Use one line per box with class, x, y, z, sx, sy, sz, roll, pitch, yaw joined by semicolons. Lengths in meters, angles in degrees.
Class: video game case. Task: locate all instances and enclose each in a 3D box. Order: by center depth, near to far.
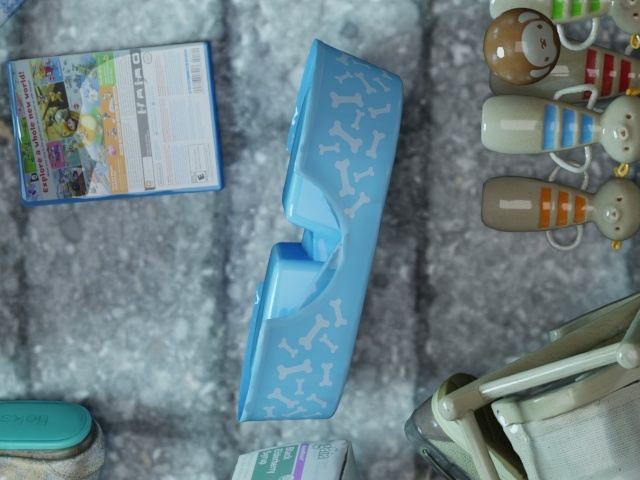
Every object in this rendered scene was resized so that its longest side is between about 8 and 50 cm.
video game case;-0.165;-0.093;1.551;0.166;0.015;0.119;-5;96;9

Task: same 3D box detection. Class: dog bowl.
dog bowl;0.000;0.000;1.468;0.074;0.166;0.297;12;97;-5

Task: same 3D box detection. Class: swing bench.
swing bench;0.251;0.177;1.416;0.165;0.254;0.253;-20;92;35

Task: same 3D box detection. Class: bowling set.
bowling set;0.197;-0.120;1.407;0.154;0.200;0.287;4;100;7

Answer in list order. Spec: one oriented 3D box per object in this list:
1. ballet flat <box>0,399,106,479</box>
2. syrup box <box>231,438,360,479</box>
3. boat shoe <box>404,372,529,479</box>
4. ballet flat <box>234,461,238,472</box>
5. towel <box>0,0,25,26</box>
ballet flat;-0.330;0.178;1.566;0.316;0.107;0.106;8;124;9
syrup box;-0.002;0.282;1.500;0.096;0.093;0.237;-11;108;10
boat shoe;0.158;0.197;1.507;0.223;0.080;0.073;44;130;-10
ballet flat;-0.015;0.206;1.553;0.114;0.041;0.041;17;98;7
towel;-0.316;-0.229;1.468;0.285;0.034;0.209;-51;124;-6
